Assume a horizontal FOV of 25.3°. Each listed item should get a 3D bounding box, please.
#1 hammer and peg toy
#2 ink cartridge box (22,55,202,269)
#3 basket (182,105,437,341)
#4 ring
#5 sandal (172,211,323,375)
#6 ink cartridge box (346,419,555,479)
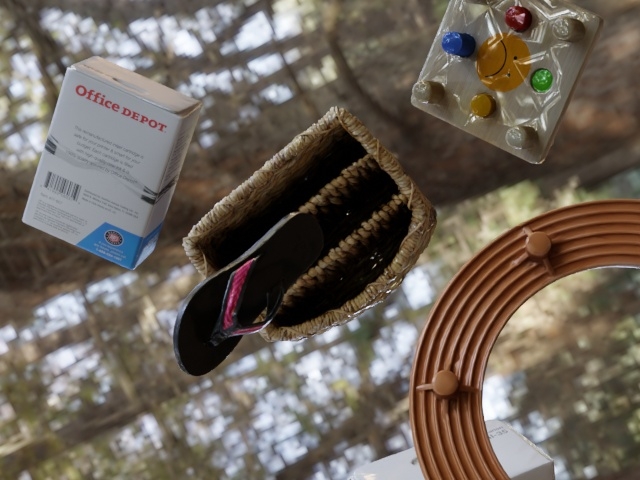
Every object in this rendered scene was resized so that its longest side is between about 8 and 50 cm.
[{"bbox_3d":[0.309,-0.335,2.271,0.266,0.361,0.127,28,-164,26],"label":"hammer and peg toy"},{"bbox_3d":[-0.241,-0.092,1.660,0.148,0.203,0.086,24,-159,6],"label":"ink cartridge box"},{"bbox_3d":[0.000,0.000,1.954,0.213,0.299,0.223,53,-174,14],"label":"basket"},{"bbox_3d":[0.235,0.120,1.116,0.032,0.336,0.337,64,-176,-67],"label":"ring"},{"bbox_3d":[-0.058,0.044,1.225,0.040,0.179,0.067,20,149,51],"label":"sandal"},{"bbox_3d":[0.157,0.371,1.592,0.117,0.207,0.283,35,138,60],"label":"ink cartridge box"}]
